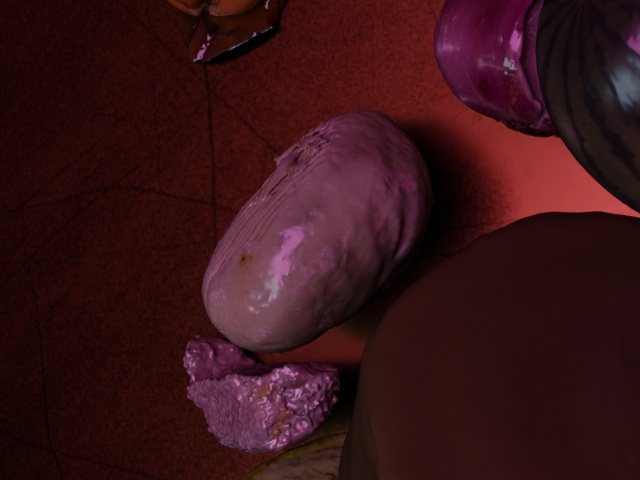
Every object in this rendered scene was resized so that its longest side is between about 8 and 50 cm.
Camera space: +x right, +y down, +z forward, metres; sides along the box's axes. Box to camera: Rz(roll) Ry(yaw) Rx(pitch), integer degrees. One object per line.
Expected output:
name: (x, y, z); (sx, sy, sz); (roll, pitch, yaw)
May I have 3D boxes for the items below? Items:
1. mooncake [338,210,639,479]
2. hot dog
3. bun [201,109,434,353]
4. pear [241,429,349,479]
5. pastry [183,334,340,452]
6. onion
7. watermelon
mooncake: (0.242, 0.215, 1.477); (0.467, 0.262, 0.467); (1, 56, -1)
hot dog: (-0.130, -0.364, 1.870); (0.194, 0.107, 0.326); (-18, 79, 27)
bun: (0.002, -0.002, 1.718); (0.168, 0.273, 0.273); (42, 109, -7)
pear: (0.068, 0.312, 1.734); (0.288, 0.139, 0.239); (-4, 108, 8)
pastry: (-0.062, 0.163, 1.764); (0.265, 0.103, 0.112); (-169, 75, -68)
onion: (0.202, -0.179, 1.635); (0.200, 0.207, 0.201); (34, 135, 43)
watermelon: (0.344, -0.138, 1.460); (0.279, 0.359, 0.279); (-33, 42, 36)
